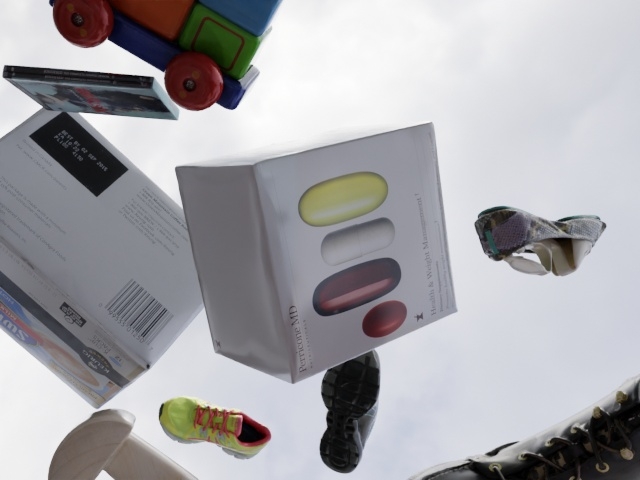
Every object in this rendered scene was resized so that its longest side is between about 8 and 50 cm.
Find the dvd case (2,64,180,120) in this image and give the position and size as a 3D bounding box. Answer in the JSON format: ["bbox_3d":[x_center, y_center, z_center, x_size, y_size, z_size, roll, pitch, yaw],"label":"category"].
[{"bbox_3d":[-0.184,-0.120,0.598,0.120,0.087,0.013,6,-97,3],"label":"dvd case"}]

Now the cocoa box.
[{"bbox_3d":[-0.343,0.026,1.034,0.228,0.347,0.231,-38,-168,47],"label":"cocoa box"}]

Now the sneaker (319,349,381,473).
[{"bbox_3d":[0.054,0.279,1.270,0.101,0.267,0.106,20,-150,15],"label":"sneaker"}]

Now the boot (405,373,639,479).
[{"bbox_3d":[0.186,0.174,0.573,0.178,0.236,0.085,-58,-140,38],"label":"boot"}]

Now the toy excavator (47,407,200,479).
[{"bbox_3d":[-0.150,0.465,0.922,0.222,0.433,0.445,152,-50,-77],"label":"toy excavator"}]

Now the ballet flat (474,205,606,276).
[{"bbox_3d":[0.140,0.004,0.449,0.041,0.114,0.041,-6,-98,53],"label":"ballet flat"}]

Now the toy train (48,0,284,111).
[{"bbox_3d":[-0.136,-0.213,0.514,0.143,0.248,0.105,-57,-173,28],"label":"toy train"}]

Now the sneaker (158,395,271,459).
[{"bbox_3d":[-0.174,0.311,1.239,0.094,0.209,0.081,-33,-139,47],"label":"sneaker"}]

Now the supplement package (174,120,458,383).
[{"bbox_3d":[0.000,0.000,0.694,0.203,0.194,0.149,-18,-166,-33],"label":"supplement package"}]
